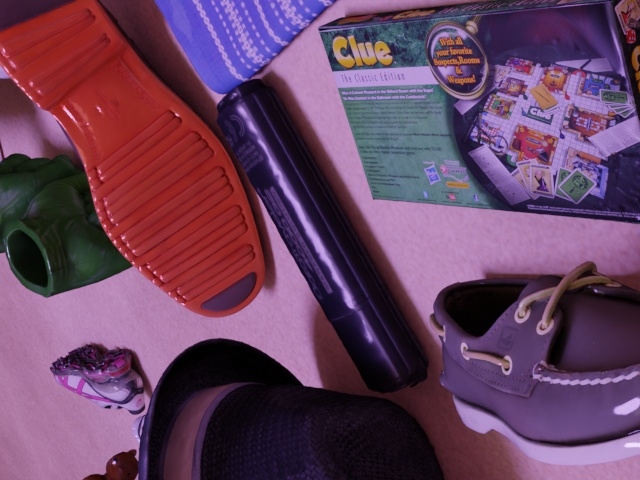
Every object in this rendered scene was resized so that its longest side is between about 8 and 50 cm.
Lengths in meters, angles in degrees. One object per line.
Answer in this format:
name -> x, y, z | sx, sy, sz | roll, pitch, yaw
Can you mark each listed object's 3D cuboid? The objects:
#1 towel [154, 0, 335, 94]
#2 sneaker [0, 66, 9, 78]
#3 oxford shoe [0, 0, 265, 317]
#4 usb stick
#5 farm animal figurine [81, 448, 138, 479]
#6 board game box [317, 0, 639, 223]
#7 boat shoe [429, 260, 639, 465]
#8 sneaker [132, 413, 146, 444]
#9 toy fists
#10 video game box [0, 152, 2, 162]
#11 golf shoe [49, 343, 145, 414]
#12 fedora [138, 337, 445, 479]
towel -> -0.070, -0.260, 0.835 | 0.243, 0.040, 0.336 | 59, 149, -1
sneaker -> -0.334, -0.293, 1.126 | 0.123, 0.106, 0.290 | 13, 125, 54
oxford shoe -> -0.165, -0.095, 1.073 | 0.363, 0.130, 0.133 | 59, -177, -12
usb stick -> 0.000, 0.000, 0.949 | 0.278, 0.045, 0.077 | 60, 157, -1
farm animal figurine -> -0.136, 0.376, 1.358 | 0.330, 0.172, 0.326 | 22, 137, 32
board game box -> 0.103, -0.083, 0.743 | 0.260, 0.030, 0.136 | 9, 125, 53
boat shoe -> 0.141, 0.065, 0.695 | 0.091, 0.109, 0.305 | 67, 166, -2
sneaker -> -0.200, 0.266, 1.473 | 0.109, 0.040, 0.044 | 55, 147, 7
toy fists -> -0.285, -0.028, 1.251 | 0.279, 0.142, 0.096 | 20, 121, 47
video game box -> -0.482, -0.169, 1.507 | 0.187, 0.048, 0.205 | 34, 141, 39
golf shoe -> -0.289, 0.184, 1.505 | 0.186, 0.067, 0.086 | 2, 119, 55
fedora -> 0.006, 0.211, 0.952 | 0.153, 0.334, 0.334 | -21, 100, 25
